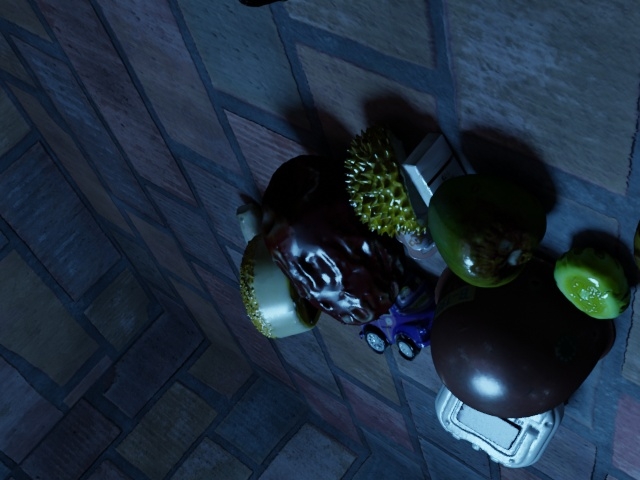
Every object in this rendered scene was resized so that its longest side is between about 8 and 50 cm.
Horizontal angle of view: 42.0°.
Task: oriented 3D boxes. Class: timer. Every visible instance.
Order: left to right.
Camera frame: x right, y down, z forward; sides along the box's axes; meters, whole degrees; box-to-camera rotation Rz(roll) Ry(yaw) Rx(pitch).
[{"bbox_3d":[0.386,0.370,1.823,0.262,0.087,0.237,29,123,18],"label":"timer"}]

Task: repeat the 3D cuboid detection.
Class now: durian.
[{"bbox_3d":[0.111,-0.096,1.502,0.138,0.183,0.249,-5,134,19],"label":"durian"}]

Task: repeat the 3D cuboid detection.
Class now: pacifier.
[{"bbox_3d":[0.200,-0.013,1.678,0.099,0.081,0.078,52,-168,0],"label":"pacifier"}]

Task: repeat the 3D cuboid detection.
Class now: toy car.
[{"bbox_3d":[0.191,0.154,1.884,0.235,0.172,0.157,6,125,51],"label":"toy car"}]

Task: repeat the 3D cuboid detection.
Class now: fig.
[{"bbox_3d":[0.264,-0.022,1.364,0.191,0.181,0.181,45,161,13],"label":"fig"}]

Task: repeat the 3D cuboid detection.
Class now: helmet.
[{"bbox_3d":[0.334,0.212,1.563,0.337,0.230,0.385,42,146,-11],"label":"helmet"}]

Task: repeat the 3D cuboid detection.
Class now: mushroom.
[{"bbox_3d":[-0.142,0.035,2.321,0.123,0.095,0.351,46,165,43],"label":"mushroom"}]

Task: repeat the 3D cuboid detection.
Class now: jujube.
[{"bbox_3d":[0.031,0.003,1.704,0.376,0.258,0.258,52,157,-18],"label":"jujube"}]

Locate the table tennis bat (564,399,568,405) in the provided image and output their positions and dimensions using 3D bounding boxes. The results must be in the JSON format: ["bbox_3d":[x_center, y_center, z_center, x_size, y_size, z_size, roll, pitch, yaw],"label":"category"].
[{"bbox_3d":[0.462,0.337,1.821,0.170,0.119,0.107,50,160,-17],"label":"table tennis bat"}]

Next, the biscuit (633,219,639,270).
[{"bbox_3d":[0.566,0.044,1.073,0.332,0.103,0.332,34,158,16],"label":"biscuit"}]

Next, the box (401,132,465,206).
[{"bbox_3d":[0.209,-0.100,1.437,0.040,0.084,0.154,14,147,54],"label":"box"}]

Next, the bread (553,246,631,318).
[{"bbox_3d":[0.449,0.067,1.367,0.139,0.071,0.130,47,156,-11],"label":"bread"}]

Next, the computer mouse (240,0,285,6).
[{"bbox_3d":[-0.103,-0.433,1.333,0.242,0.077,0.146,9,144,55],"label":"computer mouse"}]

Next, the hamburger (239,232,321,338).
[{"bbox_3d":[-0.103,0.110,2.131,0.179,0.294,0.276,-7,120,23],"label":"hamburger"}]
